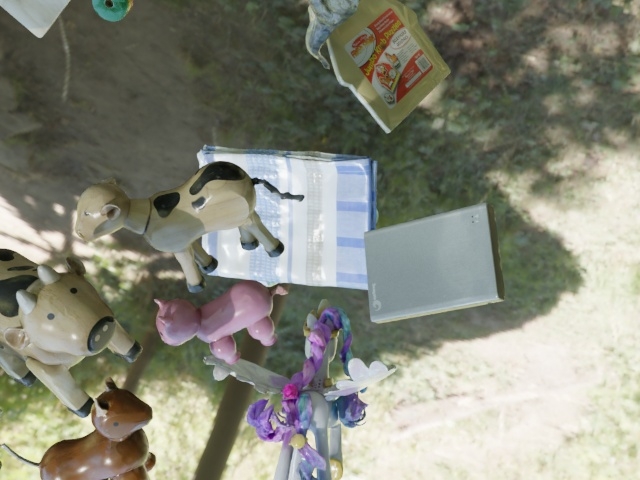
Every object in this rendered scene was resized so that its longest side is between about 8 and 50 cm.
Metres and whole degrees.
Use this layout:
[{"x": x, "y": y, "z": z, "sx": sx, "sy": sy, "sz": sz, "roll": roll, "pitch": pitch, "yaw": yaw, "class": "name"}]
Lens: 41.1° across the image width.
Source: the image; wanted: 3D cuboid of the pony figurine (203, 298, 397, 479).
[{"x": -0.024, "y": 0.282, "z": 1.438, "sx": 0.303, "sy": 0.363, "sz": 0.351, "roll": 4, "pitch": 177, "yaw": 8, "class": "pony figurine"}]

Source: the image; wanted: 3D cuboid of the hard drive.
[{"x": 0.108, "y": 0.024, "z": 0.832, "sx": 0.135, "sy": 0.094, "sz": 0.022, "roll": -14, "pitch": 161, "yaw": 30, "class": "hard drive"}]

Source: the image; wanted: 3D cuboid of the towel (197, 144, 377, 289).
[{"x": -0.054, "y": -0.034, "z": 1.285, "sx": 0.285, "sy": 0.209, "sz": 0.034, "roll": 5, "pitch": -166, "yaw": 20, "class": "towel"}]

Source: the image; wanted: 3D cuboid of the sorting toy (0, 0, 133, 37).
[{"x": -0.367, "y": -0.353, "z": 1.059, "sx": 0.274, "sy": 0.046, "sz": 0.132, "roll": 41, "pitch": 124, "yaw": -16, "class": "sorting toy"}]

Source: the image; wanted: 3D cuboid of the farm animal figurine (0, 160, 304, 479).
[{"x": -0.212, "y": 0.056, "z": 0.757, "sx": 0.327, "sy": 0.330, "sz": 0.172, "roll": -1, "pitch": 137, "yaw": 28, "class": "farm animal figurine"}]

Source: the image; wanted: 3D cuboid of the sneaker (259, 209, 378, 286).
[{"x": 0.000, "y": -0.001, "z": 1.525, "sx": 0.151, "sy": 0.256, "sz": 0.094, "roll": 14, "pitch": 135, "yaw": 34, "class": "sneaker"}]

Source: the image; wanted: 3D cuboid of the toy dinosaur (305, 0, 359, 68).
[{"x": -0.003, "y": -0.299, "z": 1.034, "sx": 0.118, "sy": 0.064, "sz": 0.268, "roll": 45, "pitch": 160, "yaw": -1, "class": "toy dinosaur"}]

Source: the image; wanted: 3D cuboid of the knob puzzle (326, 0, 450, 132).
[{"x": 0.074, "y": -0.264, "z": 1.172, "sx": 0.213, "sy": 0.213, "sz": 0.030, "roll": 32, "pitch": 151, "yaw": -24, "class": "knob puzzle"}]
